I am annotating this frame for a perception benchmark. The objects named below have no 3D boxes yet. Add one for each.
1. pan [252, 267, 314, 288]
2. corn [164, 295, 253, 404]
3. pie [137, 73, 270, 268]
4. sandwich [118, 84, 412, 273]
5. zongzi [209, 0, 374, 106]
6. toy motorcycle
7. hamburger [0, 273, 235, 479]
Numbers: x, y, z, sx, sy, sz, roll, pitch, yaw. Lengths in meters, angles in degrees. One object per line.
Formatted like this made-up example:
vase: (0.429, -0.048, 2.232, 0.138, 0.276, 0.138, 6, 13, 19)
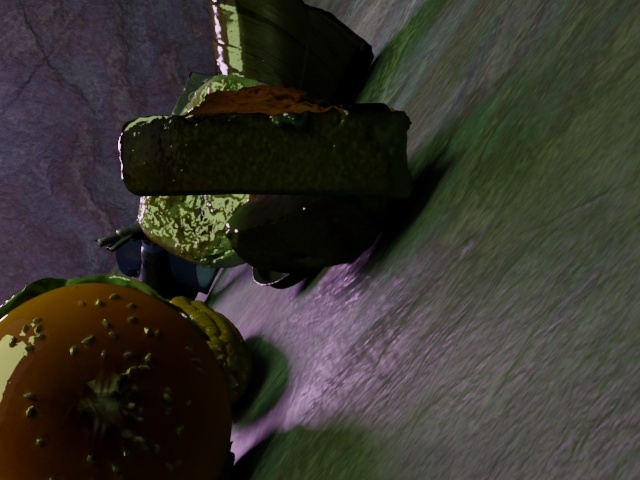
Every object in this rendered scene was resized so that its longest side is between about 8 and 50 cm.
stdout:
pan: (0.000, 0.000, 1.660, 0.136, 0.028, 0.235, -53, 19, -4)
corn: (-0.122, 0.106, 1.673, 0.102, 0.102, 0.313, -55, 9, -6)
pie: (-0.117, -0.078, 2.052, 0.240, 0.240, 0.054, -53, -35, 4)
sandwich: (-0.037, -0.053, 1.569, 0.301, 0.250, 0.162, -55, -35, -80)
zongzi: (-0.099, -0.222, 2.156, 0.138, 0.300, 0.286, -15, 35, 44)
toy motorcycle: (-0.181, -0.028, 2.233, 0.212, 0.125, 0.358, 83, -158, -51)
hamburger: (-0.185, 0.142, 1.393, 0.246, 0.246, 0.170, -57, 2, -17)
